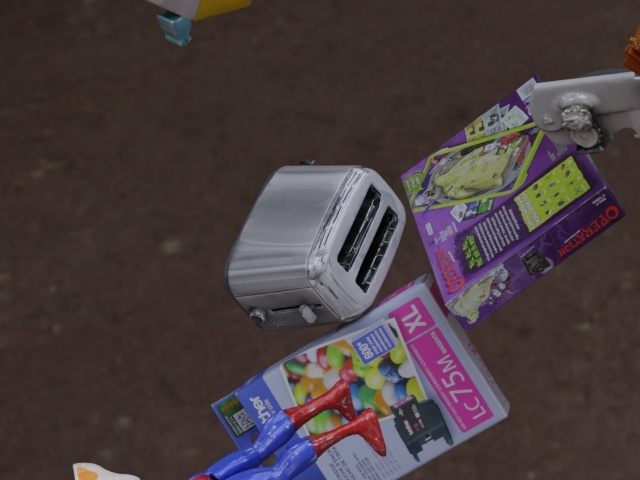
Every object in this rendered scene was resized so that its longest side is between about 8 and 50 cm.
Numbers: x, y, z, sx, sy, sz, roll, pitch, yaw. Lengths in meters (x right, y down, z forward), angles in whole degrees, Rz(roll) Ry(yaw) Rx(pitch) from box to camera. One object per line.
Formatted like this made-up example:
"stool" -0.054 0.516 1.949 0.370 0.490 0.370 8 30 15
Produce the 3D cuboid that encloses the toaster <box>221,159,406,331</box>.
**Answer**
"toaster" 0.000 0.000 2.043 0.146 0.129 0.227 -2 50 39

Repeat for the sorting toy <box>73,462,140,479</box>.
"sorting toy" -0.242 0.297 2.033 0.075 0.083 0.045 -5 20 -14

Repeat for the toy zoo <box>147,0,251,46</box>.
"toy zoo" -0.093 -0.326 1.708 0.030 0.293 0.192 29 19 24

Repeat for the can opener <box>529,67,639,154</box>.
"can opener" 0.312 -0.130 1.543 0.280 0.074 0.093 -2 44 33

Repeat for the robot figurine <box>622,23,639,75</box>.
"robot figurine" 0.353 -0.225 1.352 0.291 0.211 0.085 -60 14 -16

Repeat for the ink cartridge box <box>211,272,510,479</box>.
"ink cartridge box" 0.040 0.195 2.053 0.311 0.185 0.065 -31 4 16

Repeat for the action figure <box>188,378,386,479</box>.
"action figure" -0.077 0.239 1.493 0.280 0.139 0.091 -23 30 -16

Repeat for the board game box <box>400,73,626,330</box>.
"board game box" 0.202 -0.051 1.957 0.208 0.056 0.347 -33 24 10
